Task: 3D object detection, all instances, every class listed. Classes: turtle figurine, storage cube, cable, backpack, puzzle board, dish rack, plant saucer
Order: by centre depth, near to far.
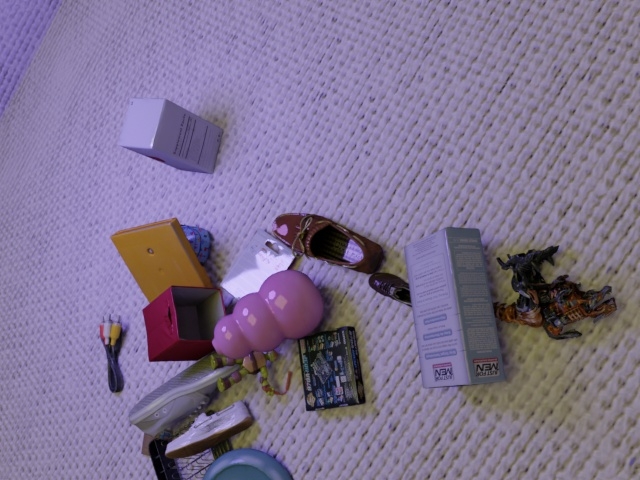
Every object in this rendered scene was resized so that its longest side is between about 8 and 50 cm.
[{"bbox_3d":[-0.221,0.776,1.653,0.317,0.043,0.318,-2,80,14],"label":"plant saucer"},{"bbox_3d":[-0.220,0.359,1.719,0.087,0.217,0.270,-28,77,65],"label":"turtle figurine"},{"bbox_3d":[-0.427,0.269,1.798,0.193,0.215,0.184,-35,60,36],"label":"storage cube"},{"bbox_3d":[-0.413,0.684,1.816,0.271,0.074,0.208,-37,65,17],"label":"dish rack"},{"bbox_3d":[-0.561,0.694,1.941,0.128,0.011,0.097,0,79,30],"label":"puzzle board"},{"bbox_3d":[-0.477,0.019,1.974,0.173,0.117,0.158,4,83,29],"label":"backpack"},{"bbox_3d":[-0.790,0.417,2.101,0.139,0.072,0.288,-7,76,35],"label":"cable"}]

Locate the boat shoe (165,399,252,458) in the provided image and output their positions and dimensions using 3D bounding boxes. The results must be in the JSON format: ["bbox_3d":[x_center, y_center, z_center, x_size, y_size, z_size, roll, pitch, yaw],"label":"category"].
[{"bbox_3d":[-0.352,0.583,1.754,0.277,0.098,0.096,-22,56,-9],"label":"boat shoe"}]

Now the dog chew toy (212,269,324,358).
[{"bbox_3d":[-0.157,0.226,1.634,0.331,0.207,0.207,-30,61,-13],"label":"dog chew toy"}]

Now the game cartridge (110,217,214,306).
[{"bbox_3d":[-0.525,0.091,1.916,0.285,0.053,0.324,-10,117,28],"label":"game cartridge"}]

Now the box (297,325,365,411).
[{"bbox_3d":[0.029,0.371,1.634,0.175,0.051,0.220,-18,71,27],"label":"box"}]

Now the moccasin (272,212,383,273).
[{"bbox_3d":[-0.001,0.003,1.672,0.380,0.147,0.139,28,95,35],"label":"moccasin"}]

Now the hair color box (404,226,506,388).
[{"bbox_3d":[0.328,0.172,1.418,0.185,0.113,0.375,-33,59,59],"label":"hair color box"}]

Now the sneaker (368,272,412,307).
[{"bbox_3d":[0.207,0.132,1.567,0.188,0.071,0.066,20,90,32],"label":"sneaker"}]

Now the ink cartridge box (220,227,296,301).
[{"bbox_3d":[-0.192,0.105,1.831,0.189,0.066,0.232,33,84,32],"label":"ink cartridge box"}]

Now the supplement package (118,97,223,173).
[{"bbox_3d":[-0.515,-0.360,1.972,0.177,0.293,0.175,11,85,33],"label":"supplement package"}]

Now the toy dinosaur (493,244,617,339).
[{"bbox_3d":[0.514,0.133,1.347,0.321,0.164,0.219,-11,89,15],"label":"toy dinosaur"}]

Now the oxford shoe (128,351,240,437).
[{"bbox_3d":[-0.418,0.496,1.837,0.449,0.169,0.130,-34,101,12],"label":"oxford shoe"}]
